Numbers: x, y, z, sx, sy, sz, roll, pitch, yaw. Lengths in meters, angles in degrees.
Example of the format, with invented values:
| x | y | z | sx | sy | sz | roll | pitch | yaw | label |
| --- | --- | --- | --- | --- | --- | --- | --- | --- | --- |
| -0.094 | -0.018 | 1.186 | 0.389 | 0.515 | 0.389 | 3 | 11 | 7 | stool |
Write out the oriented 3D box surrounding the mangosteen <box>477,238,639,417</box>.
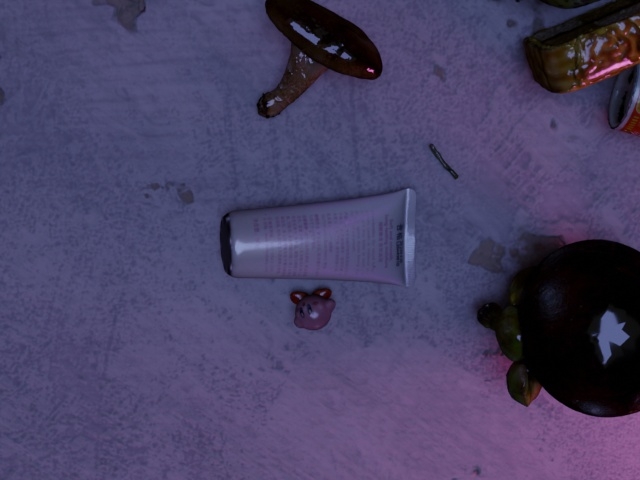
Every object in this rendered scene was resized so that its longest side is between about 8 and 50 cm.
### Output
| x | y | z | sx | sy | sz | roll | pitch | yaw | label |
| --- | --- | --- | --- | --- | --- | --- | --- | --- | --- |
| 0.470 | 0.159 | 1.338 | 0.330 | 0.330 | 0.330 | -1 | 101 | -3 | mangosteen |

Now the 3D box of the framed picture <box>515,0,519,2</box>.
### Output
| x | y | z | sx | sy | sz | roll | pitch | yaw | label |
| --- | --- | --- | --- | --- | --- | --- | --- | --- | --- |
| 0.379 | -0.552 | 1.332 | 0.195 | 0.010 | 0.199 | -32 | 101 | 3 | framed picture |

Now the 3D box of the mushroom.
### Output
| x | y | z | sx | sy | sz | roll | pitch | yaw | label |
| --- | --- | --- | --- | --- | --- | --- | --- | --- | --- |
| -0.025 | -0.291 | 1.323 | 0.227 | 0.148 | 0.217 | 32 | 117 | 1 | mushroom |

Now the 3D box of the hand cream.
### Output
| x | y | z | sx | sy | sz | roll | pitch | yaw | label |
| --- | --- | --- | --- | --- | --- | --- | --- | --- | --- |
| 0.000 | 0.000 | 1.385 | 0.359 | 0.118 | 0.185 | -2 | 98 | -10 | hand cream |

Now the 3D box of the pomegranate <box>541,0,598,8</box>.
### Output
| x | y | z | sx | sy | sz | roll | pitch | yaw | label |
| --- | --- | --- | --- | --- | --- | --- | --- | --- | --- |
| 0.440 | -0.475 | 1.261 | 0.248 | 0.214 | 0.214 | 18 | 102 | -42 | pomegranate |

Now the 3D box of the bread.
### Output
| x | y | z | sx | sy | sz | roll | pitch | yaw | label |
| --- | --- | --- | --- | --- | --- | --- | --- | --- | --- |
| 0.469 | -0.333 | 1.294 | 0.222 | 0.181 | 0.096 | -23 | 112 | 1 | bread |

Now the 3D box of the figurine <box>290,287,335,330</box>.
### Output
| x | y | z | sx | sy | sz | roll | pitch | yaw | label |
| --- | --- | --- | --- | --- | --- | --- | --- | --- | --- |
| -0.011 | 0.131 | 1.421 | 0.083 | 0.071 | 0.067 | -17 | 143 | 8 | figurine |

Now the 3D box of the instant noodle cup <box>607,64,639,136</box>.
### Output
| x | y | z | sx | sy | sz | roll | pitch | yaw | label |
| --- | --- | --- | --- | --- | --- | --- | --- | --- | --- |
| 0.629 | -0.237 | 1.330 | 0.212 | 0.193 | 0.193 | 11 | 101 | 3 | instant noodle cup |

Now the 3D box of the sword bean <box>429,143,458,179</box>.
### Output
| x | y | z | sx | sy | sz | roll | pitch | yaw | label |
| --- | --- | --- | --- | --- | --- | --- | --- | --- | --- |
| 0.226 | -0.145 | 1.406 | 0.012 | 0.012 | 0.083 | -40 | 101 | 5 | sword bean |
